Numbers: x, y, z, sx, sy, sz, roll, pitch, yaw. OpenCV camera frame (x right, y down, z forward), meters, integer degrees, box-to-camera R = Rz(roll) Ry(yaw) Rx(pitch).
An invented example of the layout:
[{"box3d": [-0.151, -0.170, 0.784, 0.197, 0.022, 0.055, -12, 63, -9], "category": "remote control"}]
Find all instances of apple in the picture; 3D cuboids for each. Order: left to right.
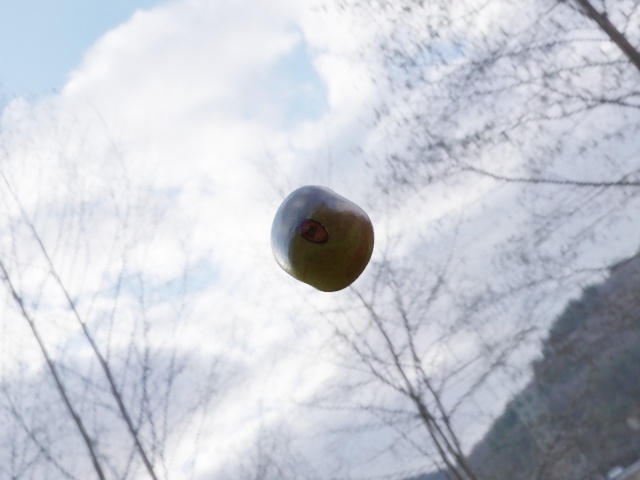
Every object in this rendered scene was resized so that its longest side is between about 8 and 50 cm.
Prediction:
[{"box3d": [0.000, 0.000, 0.714, 0.071, 0.084, 0.084, -59, -21, -7], "category": "apple"}]
